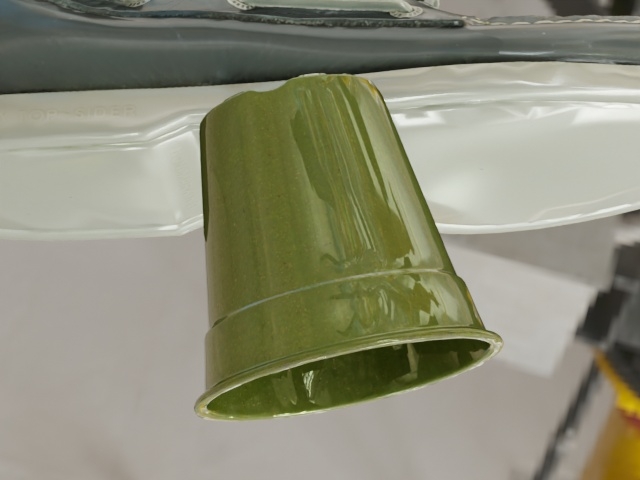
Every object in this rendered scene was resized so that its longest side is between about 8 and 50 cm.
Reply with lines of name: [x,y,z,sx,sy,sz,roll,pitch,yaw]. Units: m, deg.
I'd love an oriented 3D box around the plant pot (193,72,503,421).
plant pot: [0.000,0.000,0.500,0.083,0.083,0.079,104,-25,-75]

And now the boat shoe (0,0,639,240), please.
boat shoe: [0.009,-0.064,0.658,0.116,0.319,0.099,94,-8,-65]
